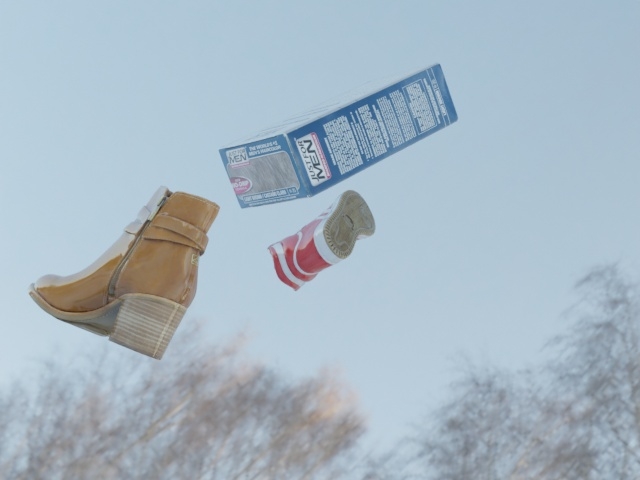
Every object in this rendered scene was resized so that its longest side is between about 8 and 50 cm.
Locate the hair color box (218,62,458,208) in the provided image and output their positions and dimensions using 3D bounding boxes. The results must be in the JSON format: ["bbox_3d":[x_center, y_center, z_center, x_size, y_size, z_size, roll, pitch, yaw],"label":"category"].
[{"bbox_3d":[0.033,-0.164,1.675,0.174,0.347,0.105,-7,-73,51],"label":"hair color box"}]

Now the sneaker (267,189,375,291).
[{"bbox_3d":[0.000,0.000,0.844,0.067,0.118,0.042,-31,-85,24],"label":"sneaker"}]

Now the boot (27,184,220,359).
[{"bbox_3d":[-0.180,0.017,1.009,0.197,0.152,0.073,15,-10,37],"label":"boot"}]
